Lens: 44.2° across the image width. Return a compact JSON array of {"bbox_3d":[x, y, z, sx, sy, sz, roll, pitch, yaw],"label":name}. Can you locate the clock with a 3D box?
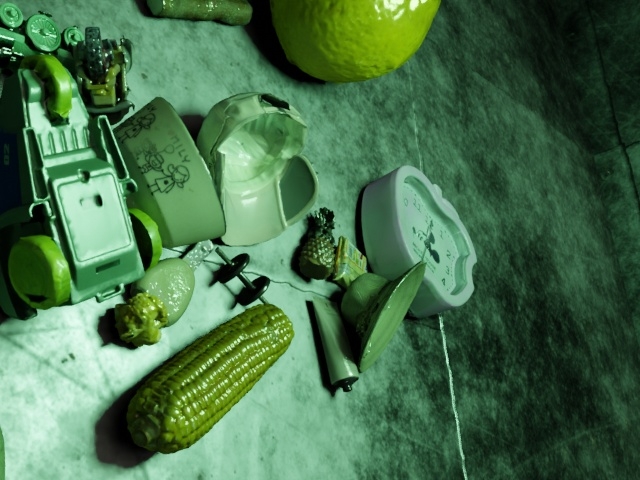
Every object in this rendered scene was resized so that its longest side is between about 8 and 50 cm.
[{"bbox_3d":[0.223,0.001,1.775,0.338,0.102,0.338,33,44,-40],"label":"clock"}]

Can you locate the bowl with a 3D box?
[{"bbox_3d":[-0.249,-0.084,1.192,0.126,0.238,0.237,-29,95,-18],"label":"bowl"}]

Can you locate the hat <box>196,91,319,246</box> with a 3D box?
[{"bbox_3d":[-0.127,-0.126,1.406,0.232,0.161,0.275,-4,98,-39],"label":"hat"}]

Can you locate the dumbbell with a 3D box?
[{"bbox_3d":[-0.131,0.067,1.354,0.147,0.069,0.069,49,41,-20],"label":"dumbbell"}]

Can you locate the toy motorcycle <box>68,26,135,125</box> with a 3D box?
[{"bbox_3d":[-0.314,-0.231,1.138,0.094,0.229,0.129,-3,97,-12],"label":"toy motorcycle"}]

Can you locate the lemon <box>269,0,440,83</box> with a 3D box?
[{"bbox_3d":[0.077,-0.503,1.662,0.350,0.387,0.349,-9,90,-68],"label":"lemon"}]

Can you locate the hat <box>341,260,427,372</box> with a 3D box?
[{"bbox_3d":[0.100,0.124,1.549,0.110,0.252,0.252,29,35,17],"label":"hat"}]

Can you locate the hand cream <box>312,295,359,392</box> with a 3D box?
[{"bbox_3d":[0.029,0.197,1.499,0.087,0.054,0.186,20,49,-53],"label":"hand cream"}]

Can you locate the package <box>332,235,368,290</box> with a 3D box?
[{"bbox_3d":[0.065,0.060,1.626,0.121,0.031,0.108,42,45,-39],"label":"package"}]

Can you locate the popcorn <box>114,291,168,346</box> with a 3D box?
[{"bbox_3d":[-0.274,0.113,1.169,0.084,0.084,0.084,26,53,-40],"label":"popcorn"}]

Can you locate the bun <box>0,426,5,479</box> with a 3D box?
[{"bbox_3d":[-0.444,0.230,0.798,0.293,0.187,0.293,28,49,-38],"label":"bun"}]

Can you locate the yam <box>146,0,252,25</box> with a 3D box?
[{"bbox_3d":[-0.230,-0.448,1.513,0.253,0.061,0.061,-15,84,-53],"label":"yam"}]

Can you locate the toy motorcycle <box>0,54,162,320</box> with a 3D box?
[{"bbox_3d":[-0.368,-0.071,1.057,0.191,0.200,0.326,-23,101,-53],"label":"toy motorcycle"}]

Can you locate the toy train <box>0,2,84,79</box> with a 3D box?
[{"bbox_3d":[-0.430,-0.283,1.180,0.178,0.071,0.104,11,74,-49],"label":"toy train"}]

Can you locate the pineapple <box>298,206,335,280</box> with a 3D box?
[{"bbox_3d":[0.000,0.000,1.549,0.074,0.074,0.159,41,42,-30],"label":"pineapple"}]

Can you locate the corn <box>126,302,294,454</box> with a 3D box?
[{"bbox_3d":[-0.160,0.204,1.212,0.363,0.120,0.120,-34,98,-54],"label":"corn"}]

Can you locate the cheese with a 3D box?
[{"bbox_3d":[-0.226,0.054,1.271,0.097,0.037,0.192,55,39,-16],"label":"cheese"}]
